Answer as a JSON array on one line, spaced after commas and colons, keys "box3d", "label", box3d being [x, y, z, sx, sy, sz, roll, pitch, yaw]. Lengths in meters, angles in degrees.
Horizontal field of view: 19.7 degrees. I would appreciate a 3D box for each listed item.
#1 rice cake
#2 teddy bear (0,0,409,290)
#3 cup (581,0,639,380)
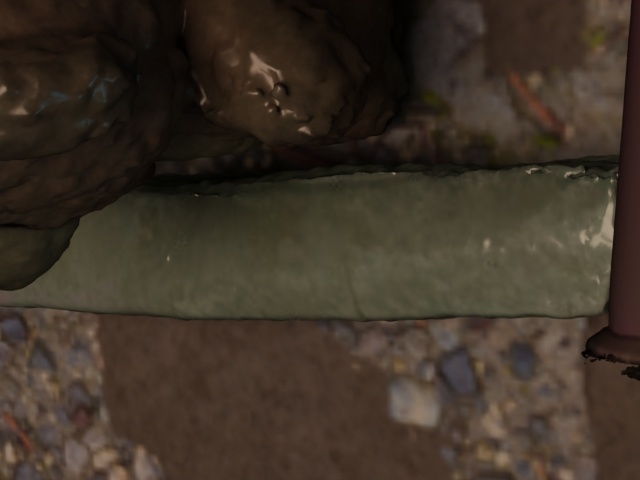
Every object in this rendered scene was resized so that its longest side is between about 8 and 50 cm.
[{"box3d": [0.000, 0.000, 0.756, 0.336, 0.063, 0.066, 1, 102, 33], "label": "rice cake"}, {"box3d": [-0.086, -0.074, 0.680, 0.236, 0.267, 0.151, 8, 119, 33], "label": "teddy bear"}, {"box3d": [0.175, -0.106, 0.559, 0.203, 0.203, 0.289, 0, 91, 33], "label": "cup"}]
